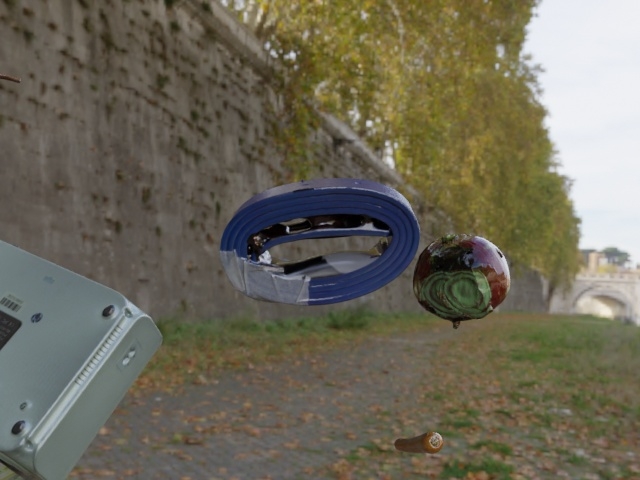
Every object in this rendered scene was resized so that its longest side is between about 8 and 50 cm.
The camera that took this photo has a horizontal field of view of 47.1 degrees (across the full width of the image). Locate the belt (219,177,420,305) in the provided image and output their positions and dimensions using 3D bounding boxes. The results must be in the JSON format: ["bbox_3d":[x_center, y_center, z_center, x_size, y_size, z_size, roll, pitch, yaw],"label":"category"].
[{"bbox_3d":[0.000,0.000,1.309,0.347,0.212,0.117,-8,14,3],"label":"belt"}]

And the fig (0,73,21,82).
[{"bbox_3d":[-0.666,-0.311,1.344,0.134,0.146,0.201,18,30,41],"label":"fig"}]

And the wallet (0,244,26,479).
[{"bbox_3d":[-0.453,0.183,0.955,0.223,0.309,0.077,-30,-28,5],"label":"wallet"}]

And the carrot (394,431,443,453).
[{"bbox_3d":[0.172,0.370,1.326,0.037,0.037,0.190,4,-20,-15],"label":"carrot"}]

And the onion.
[{"bbox_3d":[0.171,0.044,0.887,0.117,0.118,0.118,5,-3,26],"label":"onion"}]

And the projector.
[{"bbox_3d":[-0.335,0.125,0.808,0.250,0.198,0.108,21,-30,22],"label":"projector"}]
